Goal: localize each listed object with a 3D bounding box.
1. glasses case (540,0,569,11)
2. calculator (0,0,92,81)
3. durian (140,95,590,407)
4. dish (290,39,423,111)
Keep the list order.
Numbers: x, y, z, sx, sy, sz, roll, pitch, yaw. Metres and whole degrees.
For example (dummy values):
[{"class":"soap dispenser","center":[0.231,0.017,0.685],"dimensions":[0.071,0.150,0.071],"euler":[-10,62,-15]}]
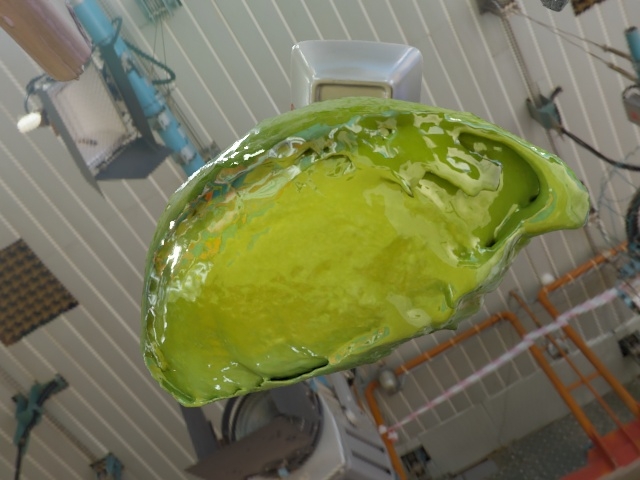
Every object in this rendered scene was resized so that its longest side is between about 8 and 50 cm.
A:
[{"class":"glasses case","center":[0.335,-0.408,1.064],"dimensions":[0.067,0.282,0.109],"euler":[25,-92,19]},{"class":"calculator","center":[-0.180,-0.157,0.427],"dimensions":[0.032,0.100,0.175],"euler":[-31,-20,0]},{"class":"durian","center":[0.000,0.000,0.410],"dimensions":[0.250,0.101,0.139],"euler":[-34,-71,21]},{"class":"dish","center":[0.037,-0.110,0.916],"dimensions":[0.154,0.064,0.234],"euler":[3,-65,6]}]
